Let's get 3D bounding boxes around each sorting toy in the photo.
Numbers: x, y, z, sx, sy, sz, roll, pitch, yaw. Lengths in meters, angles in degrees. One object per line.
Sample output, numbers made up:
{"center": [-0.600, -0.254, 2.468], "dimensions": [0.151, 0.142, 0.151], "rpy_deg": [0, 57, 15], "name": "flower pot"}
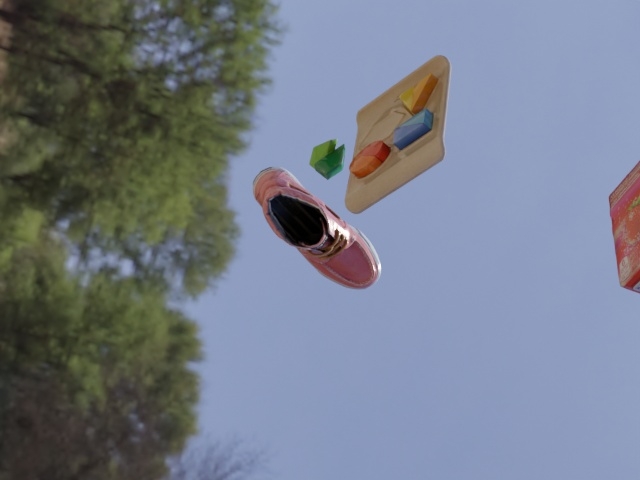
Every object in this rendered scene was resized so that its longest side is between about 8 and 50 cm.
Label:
{"center": [0.023, -0.042, 0.528], "dimensions": [0.083, 0.012, 0.062], "rpy_deg": [-32, -144, 36], "name": "sorting toy"}

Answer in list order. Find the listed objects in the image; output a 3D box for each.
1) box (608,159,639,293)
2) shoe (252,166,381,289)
{"center": [0.377, -0.058, 1.053], "dimensions": [0.257, 0.128, 0.123], "rpy_deg": [121, -20, -45], "name": "box"}
{"center": [0.000, 0.000, 1.245], "dimensions": [0.063, 0.178, 0.081], "rpy_deg": [-43, -159, 8], "name": "shoe"}
